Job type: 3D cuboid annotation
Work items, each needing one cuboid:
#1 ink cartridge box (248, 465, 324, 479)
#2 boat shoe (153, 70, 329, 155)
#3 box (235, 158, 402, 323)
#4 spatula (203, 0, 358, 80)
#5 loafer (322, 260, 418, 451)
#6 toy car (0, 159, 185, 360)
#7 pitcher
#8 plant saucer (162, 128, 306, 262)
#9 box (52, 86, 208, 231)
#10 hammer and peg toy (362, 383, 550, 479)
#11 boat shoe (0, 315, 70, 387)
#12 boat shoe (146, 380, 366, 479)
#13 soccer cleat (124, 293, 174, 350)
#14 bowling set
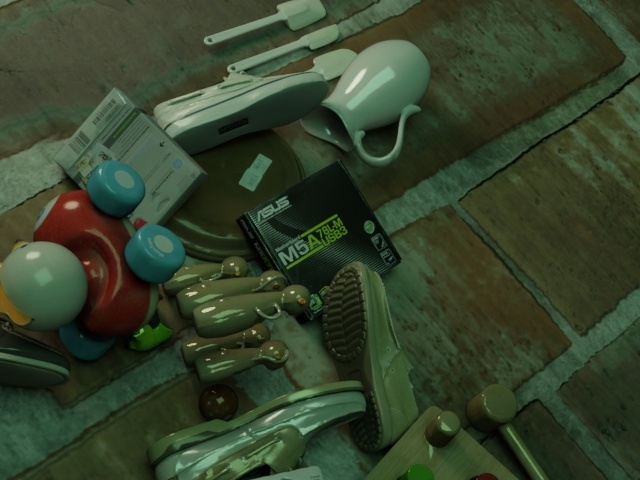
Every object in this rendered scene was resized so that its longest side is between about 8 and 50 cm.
[{"bbox_3d":[-0.059,0.347,1.495,0.109,0.150,0.063,-9,63,-21],"label":"ink cartridge box"},{"bbox_3d":[-0.121,-0.210,1.790,0.268,0.096,0.088,-23,64,-10],"label":"boat shoe"},{"bbox_3d":[0.000,0.000,1.756,0.191,0.045,0.184,-30,91,-29],"label":"box"},{"bbox_3d":[-0.065,-0.317,1.969,0.242,0.019,0.168,-25,75,-27],"label":"spatula"},{"bbox_3d":[0.074,0.163,1.678,0.092,0.102,0.268,4,73,-41],"label":"loafer"},{"bbox_3d":[-0.340,0.036,1.506,0.238,0.219,0.210,-8,60,-52],"label":"toy car"},{"bbox_3d":[0.097,-0.216,1.890,0.178,0.125,0.207,41,65,18],"label":"pitcher"},{"bbox_3d":[-0.149,-0.095,1.797,0.278,0.041,0.277,8,58,-13],"label":"plant saucer"},{"bbox_3d":[-0.275,-0.106,1.716,0.186,0.038,0.145,44,99,13],"label":"box"},{"bbox_3d":[0.206,0.354,1.584,0.266,0.127,0.361,43,58,10],"label":"hammer and peg toy"},{"bbox_3d":[-0.484,0.115,1.529,0.335,0.112,0.095,10,63,-7],"label":"boat shoe"},{"bbox_3d":[-0.070,0.275,1.566,0.302,0.113,0.103,-18,68,-14],"label":"boat shoe"},{"bbox_3d":[-0.267,0.071,1.657,0.072,0.060,0.179,-18,73,-35],"label":"soccer cleat"},{"bbox_3d":[-0.108,0.135,1.618,0.154,0.287,0.199,-13,108,-15],"label":"bowling set"}]
